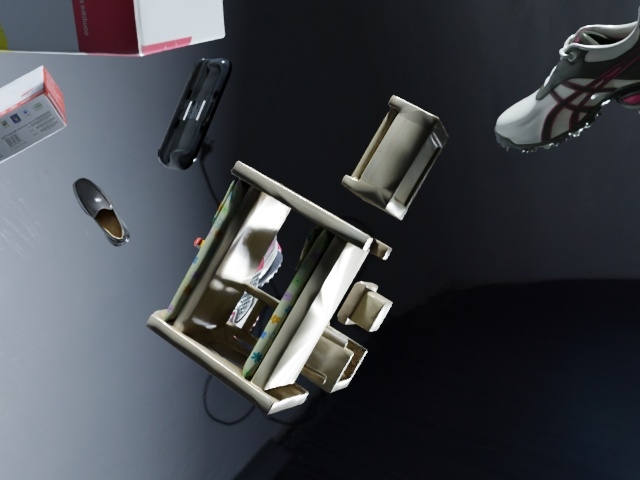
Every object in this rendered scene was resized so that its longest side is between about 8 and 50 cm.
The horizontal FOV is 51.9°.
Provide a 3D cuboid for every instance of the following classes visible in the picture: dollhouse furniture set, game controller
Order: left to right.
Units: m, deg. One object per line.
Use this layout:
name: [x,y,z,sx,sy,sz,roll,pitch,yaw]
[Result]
game controller: [-0.330,-0.335,1.730,0.067,0.166,0.319,28,80,-48]
dollhouse furniture set: [0.000,0.000,0.435,0.182,0.101,0.161,-60,161,3]

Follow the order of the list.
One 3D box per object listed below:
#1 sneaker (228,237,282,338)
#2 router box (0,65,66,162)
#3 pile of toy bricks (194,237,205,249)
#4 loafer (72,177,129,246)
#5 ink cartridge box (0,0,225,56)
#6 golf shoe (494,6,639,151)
sneaker: [-0.154,0.056,1.110,0.299,0.121,0.112,-71,158,-51]
router box: [-0.727,-0.239,1.431,0.335,0.301,0.082,-32,122,-7]
pile of toy bricks: [-0.251,0.084,1.541,0.118,0.105,0.212,-57,142,-16]
loafer: [-0.464,-0.065,1.401,0.062,0.061,0.170,-40,97,-18]
ink cartridge box: [-0.374,-0.371,0.970,0.279,0.385,0.160,-56,148,-62]
golf shoe: [0.319,-0.199,0.809,0.120,0.273,0.105,47,52,-20]
